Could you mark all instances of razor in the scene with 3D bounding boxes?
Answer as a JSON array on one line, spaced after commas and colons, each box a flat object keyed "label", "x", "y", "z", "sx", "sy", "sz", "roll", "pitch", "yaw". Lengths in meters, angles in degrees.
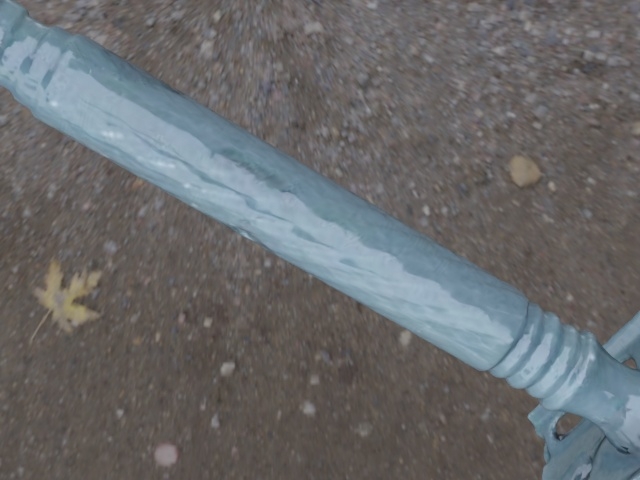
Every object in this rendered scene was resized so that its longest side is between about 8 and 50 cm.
[{"label": "razor", "x": 0.000, "y": 0.000, "z": 0.338, "sx": 0.232, "sy": 0.068, "sz": 0.106, "roll": 29, "pitch": 130, "yaw": -9}]
